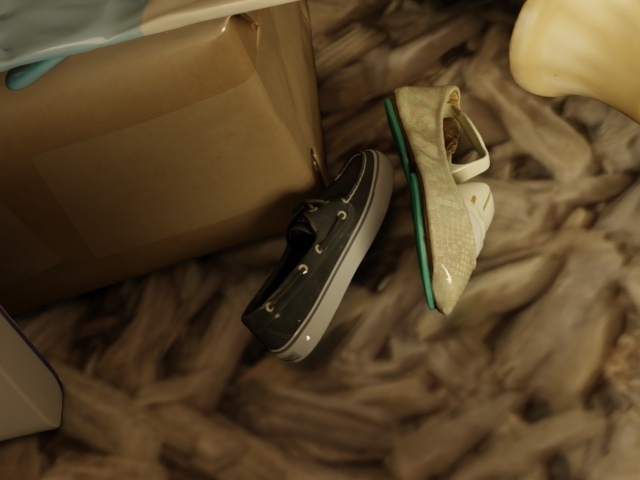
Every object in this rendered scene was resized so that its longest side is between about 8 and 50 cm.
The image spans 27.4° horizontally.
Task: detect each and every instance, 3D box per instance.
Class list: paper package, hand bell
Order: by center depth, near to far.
[{"bbox_3d":[0.220,-0.055,0.671,0.126,0.126,0.242,-35,59,-7],"label":"hand bell"},{"bbox_3d":[-0.179,-0.123,0.841,0.325,0.168,0.309,-17,48,11],"label":"paper package"}]

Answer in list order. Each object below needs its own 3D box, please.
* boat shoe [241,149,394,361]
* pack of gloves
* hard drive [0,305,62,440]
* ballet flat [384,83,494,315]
[{"bbox_3d":[0.000,0.000,0.735,0.049,0.040,0.142,-20,38,53],"label":"boat shoe"},{"bbox_3d":[-0.099,-0.138,0.690,0.232,0.046,0.195,-12,38,10],"label":"pack of gloves"},{"bbox_3d":[-0.333,0.070,0.715,0.318,0.210,0.040,-14,48,12],"label":"hard drive"},{"bbox_3d":[0.072,-0.032,0.734,0.052,0.057,0.168,-10,49,2],"label":"ballet flat"}]
